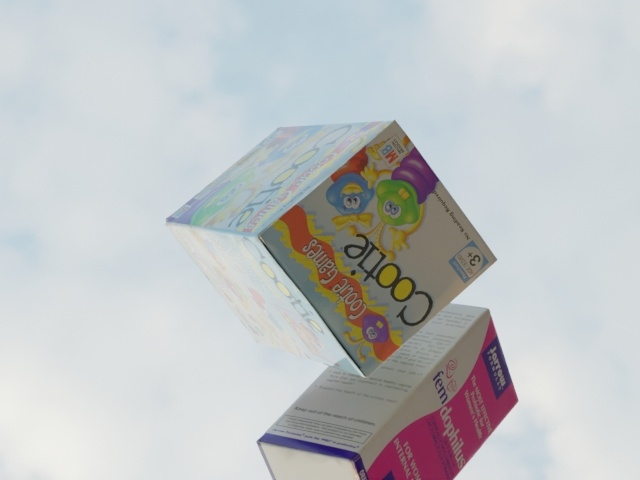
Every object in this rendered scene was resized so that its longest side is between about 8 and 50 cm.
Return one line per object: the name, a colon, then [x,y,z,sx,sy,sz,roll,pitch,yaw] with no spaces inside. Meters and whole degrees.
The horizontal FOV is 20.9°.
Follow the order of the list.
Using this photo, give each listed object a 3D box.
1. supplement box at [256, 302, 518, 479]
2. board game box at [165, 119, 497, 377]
supplement box: [0.064,0.158,1.533,0.220,0.114,0.111,-46,-53,-37]
board game box: [0.000,0.000,1.414,0.142,0.275,0.144,-40,-75,-13]
